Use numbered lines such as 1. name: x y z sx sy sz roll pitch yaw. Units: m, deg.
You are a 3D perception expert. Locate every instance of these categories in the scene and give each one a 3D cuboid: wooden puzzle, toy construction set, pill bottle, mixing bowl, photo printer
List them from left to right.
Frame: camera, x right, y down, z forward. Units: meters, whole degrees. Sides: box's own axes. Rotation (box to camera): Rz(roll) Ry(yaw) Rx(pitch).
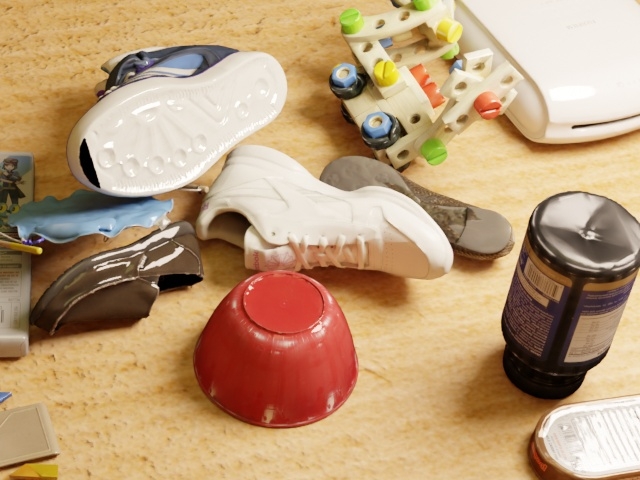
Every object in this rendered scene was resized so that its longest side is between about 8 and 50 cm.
1. wooden puzzle: -0.304 0.198 1.476 0.078 0.014 0.116 -3 46 -17
2. mixing bowl: -0.042 0.098 1.556 0.181 0.098 0.181 5 45 -5
3. toy construction set: 0.126 -0.205 1.820 0.215 0.151 0.328 -30 36 0
4. photo printer: 0.327 -0.254 1.958 0.256 0.107 0.307 -15 49 -22
5. pill bottle: 0.259 0.064 1.548 0.122 0.219 0.123 5 45 -5

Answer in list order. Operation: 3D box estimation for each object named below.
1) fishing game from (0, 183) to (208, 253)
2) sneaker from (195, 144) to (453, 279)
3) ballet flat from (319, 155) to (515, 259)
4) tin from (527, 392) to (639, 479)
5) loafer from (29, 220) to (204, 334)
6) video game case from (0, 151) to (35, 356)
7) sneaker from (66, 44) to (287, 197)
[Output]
1. fishing game: -0.251 -0.022 1.622 0.189 0.041 0.264 8 21 34
2. sneaker: 0.000 0.000 1.668 0.305 0.114 0.152 19 53 21
3. ballet flat: 0.115 -0.034 1.748 0.250 0.058 0.084 19 81 18
4. tin: 0.312 0.214 1.538 0.189 0.040 0.106 -6 51 -15
5. loafer: -0.211 0.050 1.585 0.220 0.080 0.078 -28 78 -31
6. video game case: -0.485 0.011 1.620 0.329 0.036 0.300 -1 45 -8
7. sneaker: -0.220 -0.144 1.731 0.236 0.130 0.323 7 28 44
